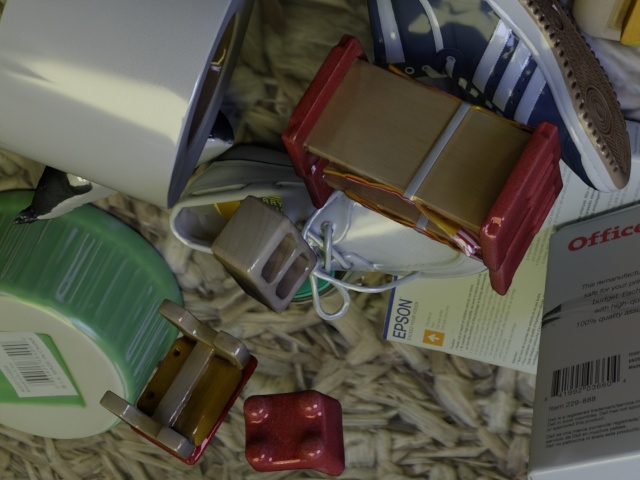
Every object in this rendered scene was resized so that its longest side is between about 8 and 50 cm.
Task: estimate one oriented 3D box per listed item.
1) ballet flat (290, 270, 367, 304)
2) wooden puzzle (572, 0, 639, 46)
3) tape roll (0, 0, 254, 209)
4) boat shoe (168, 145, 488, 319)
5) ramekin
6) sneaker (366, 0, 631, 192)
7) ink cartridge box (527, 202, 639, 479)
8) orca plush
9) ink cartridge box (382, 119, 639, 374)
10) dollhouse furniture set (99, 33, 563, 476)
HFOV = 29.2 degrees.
[{"bbox_3d":[0.036,0.022,1.331,0.068,0.072,0.213,21,142,-32],"label":"ballet flat"},{"bbox_3d":[0.327,-0.188,0.974,0.238,0.044,0.221,15,166,7],"label":"wooden puzzle"},{"bbox_3d":[-0.170,-0.168,1.088,0.169,0.246,0.246,21,136,-2],"label":"tape roll"},{"bbox_3d":[-0.003,-0.008,1.181,0.367,0.156,0.136,12,129,33],"label":"boat shoe"},{"bbox_3d":[-0.330,0.101,1.472,0.303,0.148,0.303,10,135,10],"label":"ramekin"},{"bbox_3d":[0.151,-0.145,1.087,0.153,0.099,0.282,-25,106,33],"label":"sneaker"},{"bbox_3d":[0.306,0.100,1.063,0.211,0.289,0.121,-17,127,31],"label":"ink cartridge box"},{"bbox_3d":[-0.216,-0.105,1.305,0.151,0.102,0.287,-6,168,-43],"label":"orca plush"},{"bbox_3d":[0.245,0.012,1.247,0.330,0.071,0.324,14,135,7],"label":"ink cartridge box"},{"bbox_3d":[0.022,0.041,1.006,0.201,0.374,0.152,28,169,19],"label":"dollhouse furniture set"}]
